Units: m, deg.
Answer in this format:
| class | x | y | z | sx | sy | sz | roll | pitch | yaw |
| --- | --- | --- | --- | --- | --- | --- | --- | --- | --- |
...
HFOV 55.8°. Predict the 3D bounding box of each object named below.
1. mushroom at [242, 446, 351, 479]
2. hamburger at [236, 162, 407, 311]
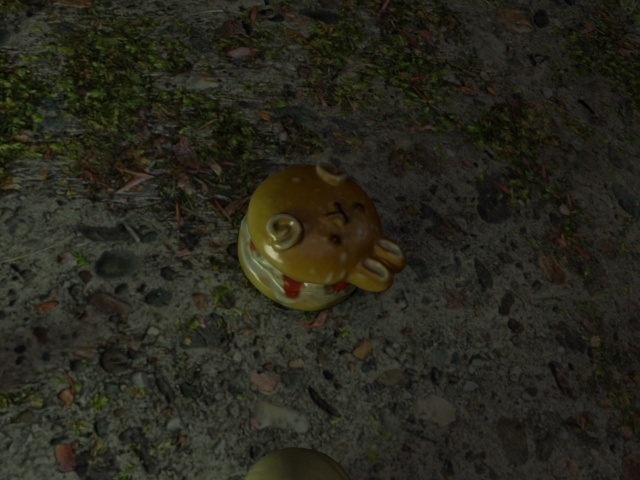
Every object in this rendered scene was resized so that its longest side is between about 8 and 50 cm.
| class | x | y | z | sx | sy | sz | roll | pitch | yaw |
| --- | --- | --- | --- | --- | --- | --- | --- | --- | --- |
| mushroom | -0.047 | 0.419 | 0.853 | 0.246 | 0.202 | 0.246 | 24 | 62 | -58 |
| hamburger | 0.000 | 0.000 | 1.130 | 0.261 | 0.186 | 0.303 | -37 | 80 | -34 |
